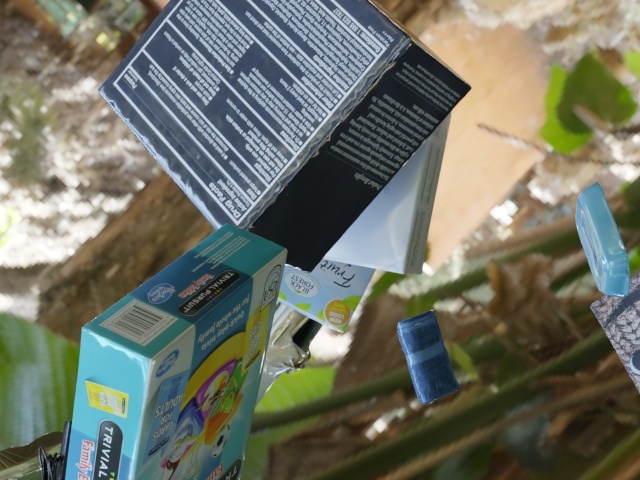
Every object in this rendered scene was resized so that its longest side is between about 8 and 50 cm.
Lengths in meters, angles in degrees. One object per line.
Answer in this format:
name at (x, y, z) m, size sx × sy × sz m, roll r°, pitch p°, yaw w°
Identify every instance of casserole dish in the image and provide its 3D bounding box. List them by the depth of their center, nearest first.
casserole dish at (0.416, 0.001, 1.910) m, size 0.114 × 0.037 × 0.188 m, roll 78°, pitch 180°, yaw -54°

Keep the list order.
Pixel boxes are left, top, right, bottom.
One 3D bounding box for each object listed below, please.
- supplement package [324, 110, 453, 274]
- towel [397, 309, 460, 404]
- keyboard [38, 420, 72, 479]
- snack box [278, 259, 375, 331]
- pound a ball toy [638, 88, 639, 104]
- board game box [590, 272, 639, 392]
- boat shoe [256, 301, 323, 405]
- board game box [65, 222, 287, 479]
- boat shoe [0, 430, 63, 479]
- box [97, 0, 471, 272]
supplement package at (0.047, -0.101, 1.661) m, size 0.204 × 0.262 × 0.145 m, roll 11°, pitch 180°, yaw 14°
towel at (0.146, 0.159, 1.748) m, size 0.029 × 0.067 × 0.119 m, roll -14°, pitch 93°, yaw 53°
keyboard at (-0.301, 0.319, 1.572) m, size 0.100 × 0.192 × 0.038 m, roll 8°, pitch 168°, yaw -15°
snack box at (0.000, 0.000, 1.814) m, size 0.174 × 0.207 × 0.070 m, roll 27°, pitch 175°, yaw -8°
pound a ball toy at (0.621, -0.276, 1.845) m, size 0.319 × 0.208 × 0.136 m, roll 6°, pitch -154°, yaw -8°
board game box at (0.603, 0.170, 2.026) m, size 0.141 × 0.232 × 0.291 m, roll 43°, pitch -163°, yaw -38°
boat shoe at (-0.071, 0.193, 2.349) m, size 0.103 × 0.302 × 0.113 m, roll 28°, pitch -179°, yaw 23°
board game box at (-0.150, 0.183, 1.290) m, size 0.079 × 0.336 × 0.254 m, roll 23°, pitch -148°, yaw 18°
boat shoe at (-0.438, 0.333, 1.916) m, size 0.056 × 0.153 × 0.048 m, roll 17°, pitch 118°, yaw 40°
box at (-0.046, -0.174, 1.472) m, size 0.296 × 0.294 × 0.182 m, roll 48°, pitch -167°, yaw 29°
